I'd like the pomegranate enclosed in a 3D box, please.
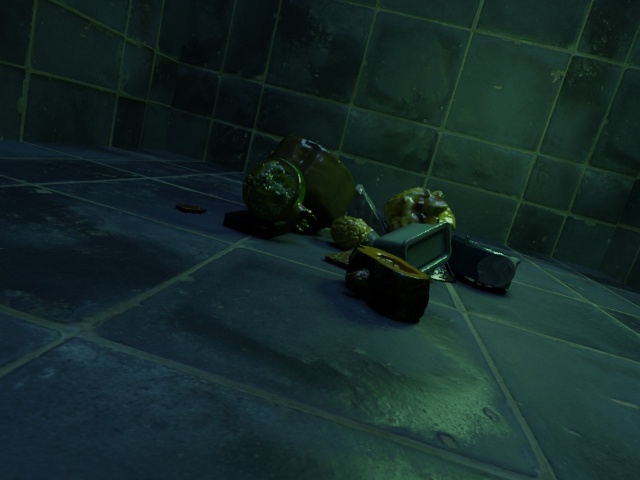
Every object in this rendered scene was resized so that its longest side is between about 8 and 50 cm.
[{"bbox_3d":[-0.161,-0.176,1.720,0.341,0.260,0.260,48,15,1],"label":"pomegranate"}]

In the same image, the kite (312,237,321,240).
[{"bbox_3d":[-0.003,0.000,1.902,0.078,0.002,0.044,22,14,31],"label":"kite"}]

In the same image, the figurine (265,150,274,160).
[{"bbox_3d":[-0.238,-0.341,2.369,0.320,0.323,0.196,37,36,27],"label":"figurine"}]

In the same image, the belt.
[{"bbox_3d":[0.722,0.090,1.963,0.300,0.173,0.436,16,12,-9],"label":"belt"}]

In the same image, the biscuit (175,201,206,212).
[{"bbox_3d":[-0.551,-0.136,1.817,0.129,0.019,0.119,9,13,-25],"label":"biscuit"}]

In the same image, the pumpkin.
[{"bbox_3d":[0.183,0.119,1.289,0.221,0.139,0.317,13,15,-25],"label":"pumpkin"}]

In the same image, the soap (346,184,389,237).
[{"bbox_3d":[0.287,-0.143,2.299,0.302,0.258,0.159,18,11,9],"label":"soap"}]

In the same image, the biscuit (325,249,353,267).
[{"bbox_3d":[0.119,0.075,1.656,0.131,0.025,0.231,20,13,28],"label":"biscuit"}]

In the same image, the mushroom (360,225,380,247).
[{"bbox_3d":[0.227,0.000,1.958,0.118,0.103,0.270,6,20,-36],"label":"mushroom"}]

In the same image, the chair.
[{"bbox_3d":[0.469,0.069,1.903,0.175,0.183,0.327,11,57,-22],"label":"chair"}]

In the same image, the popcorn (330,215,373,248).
[{"bbox_3d":[0.133,-0.038,1.872,0.170,0.180,0.180,47,1,-20],"label":"popcorn"}]

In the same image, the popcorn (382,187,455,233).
[{"bbox_3d":[0.523,-0.106,2.272,0.344,0.354,0.390,-26,8,-1],"label":"popcorn"}]

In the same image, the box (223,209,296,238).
[{"bbox_3d":[-0.248,-0.079,1.838,0.211,0.058,0.350,20,14,13],"label":"box"}]

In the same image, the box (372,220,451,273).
[{"bbox_3d":[0.357,0.029,1.679,0.311,0.175,0.182,-22,23,-37],"label":"box"}]

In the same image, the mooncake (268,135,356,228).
[{"bbox_3d":[-0.069,-0.267,2.052,0.467,0.262,0.467,31,-15,9],"label":"mooncake"}]
